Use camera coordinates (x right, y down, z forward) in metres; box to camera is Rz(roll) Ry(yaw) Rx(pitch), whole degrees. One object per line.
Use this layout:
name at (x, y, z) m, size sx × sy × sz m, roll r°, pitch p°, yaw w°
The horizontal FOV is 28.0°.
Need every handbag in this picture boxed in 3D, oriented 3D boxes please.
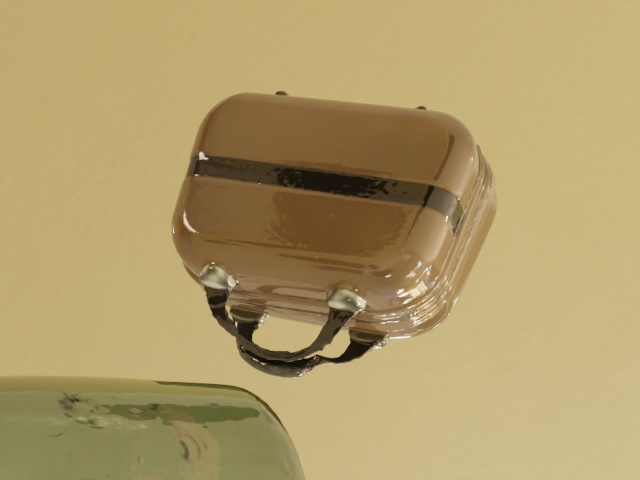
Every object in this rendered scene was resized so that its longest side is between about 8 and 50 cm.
handbag at (0.000, 0.000, 1.253) m, size 0.302 × 0.283 × 0.149 m, roll 10°, pitch -23°, yaw 23°

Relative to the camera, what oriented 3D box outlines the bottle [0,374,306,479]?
bottle at (-0.186, 0.141, 0.609) m, size 0.347 × 0.168 × 0.168 m, roll 8°, pitch 14°, yaw -27°
